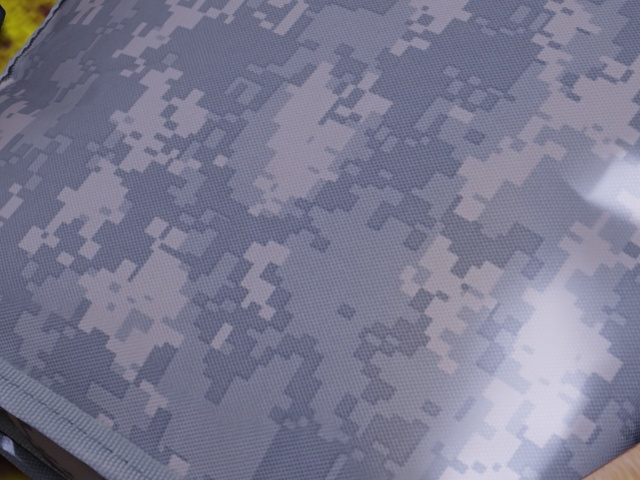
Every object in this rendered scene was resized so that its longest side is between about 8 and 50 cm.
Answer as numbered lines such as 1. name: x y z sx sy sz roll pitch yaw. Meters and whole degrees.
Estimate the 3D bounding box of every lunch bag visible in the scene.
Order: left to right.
1. lunch bag: 0.000 0.000 0.526 0.287 0.169 0.235 29 73 27

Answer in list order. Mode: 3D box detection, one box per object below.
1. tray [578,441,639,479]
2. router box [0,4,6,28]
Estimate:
1. tray: 0.221 0.188 0.300 0.203 0.076 0.411 -31 76 -1
2. router box: -0.229 -0.042 0.703 0.133 0.046 0.179 -3 58 22
